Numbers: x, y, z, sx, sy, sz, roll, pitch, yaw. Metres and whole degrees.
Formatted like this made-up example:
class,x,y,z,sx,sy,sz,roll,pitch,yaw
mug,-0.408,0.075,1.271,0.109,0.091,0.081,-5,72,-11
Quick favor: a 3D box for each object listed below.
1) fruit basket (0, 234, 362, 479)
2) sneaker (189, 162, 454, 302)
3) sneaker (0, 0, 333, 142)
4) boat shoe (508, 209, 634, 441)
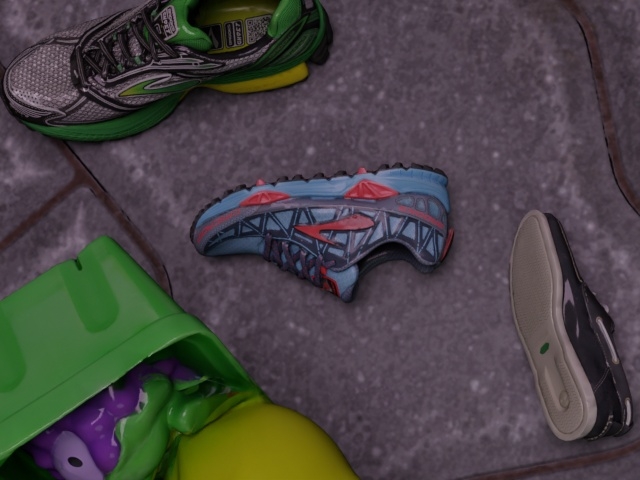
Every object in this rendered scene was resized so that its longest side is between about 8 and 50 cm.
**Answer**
class,x,y,z,sx,sy,sz,roll,pitch,yaw
fruit basket,-0.117,0.216,1.569,0.283,0.392,0.392,-33,72,1
sneaker,0.000,0.000,1.743,0.261,0.104,0.125,-9,76,8
sneaker,-0.167,-0.203,1.804,0.343,0.146,0.134,-17,73,6
boat shoe,0.238,0.081,1.703,0.079,0.084,0.233,0,63,-29
